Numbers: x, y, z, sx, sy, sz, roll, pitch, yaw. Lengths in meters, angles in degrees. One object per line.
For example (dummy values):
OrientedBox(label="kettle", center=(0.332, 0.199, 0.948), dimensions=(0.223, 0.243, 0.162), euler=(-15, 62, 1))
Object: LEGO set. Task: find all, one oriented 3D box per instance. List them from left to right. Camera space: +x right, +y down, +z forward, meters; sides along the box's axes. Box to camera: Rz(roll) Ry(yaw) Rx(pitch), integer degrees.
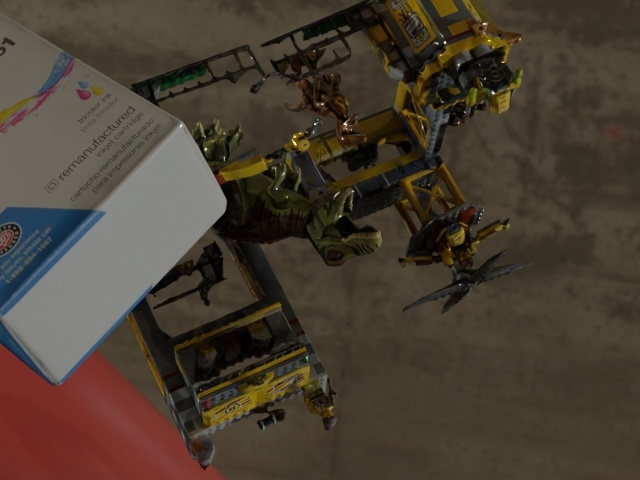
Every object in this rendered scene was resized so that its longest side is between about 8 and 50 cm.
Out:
OrientedBox(label="LEGO set", center=(0.000, 0.000, 0.794), dimensions=(0.331, 0.192, 0.255), euler=(-19, -24, -21))

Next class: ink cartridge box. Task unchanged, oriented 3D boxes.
OrientedBox(label="ink cartridge box", center=(-0.109, -0.021, 0.457), dimensions=(0.122, 0.088, 0.052), euler=(31, -20, 33))

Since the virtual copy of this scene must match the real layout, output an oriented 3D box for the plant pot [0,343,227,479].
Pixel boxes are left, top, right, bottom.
OrientedBox(label="plant pot", center=(-0.225, 0.210, 1.051), dimensions=(0.243, 0.275, 0.275), euler=(34, 7, 1))
